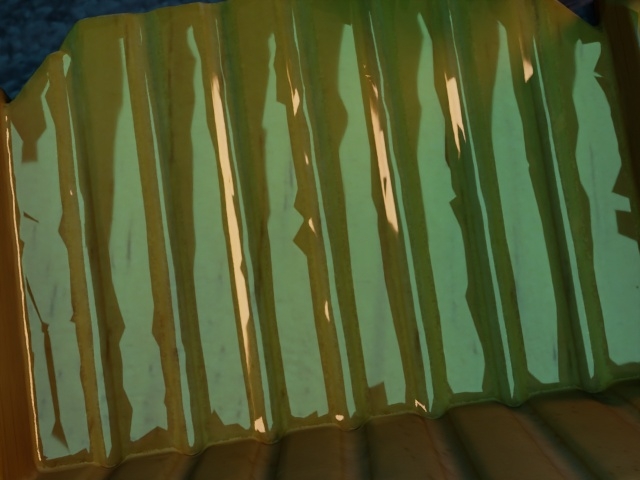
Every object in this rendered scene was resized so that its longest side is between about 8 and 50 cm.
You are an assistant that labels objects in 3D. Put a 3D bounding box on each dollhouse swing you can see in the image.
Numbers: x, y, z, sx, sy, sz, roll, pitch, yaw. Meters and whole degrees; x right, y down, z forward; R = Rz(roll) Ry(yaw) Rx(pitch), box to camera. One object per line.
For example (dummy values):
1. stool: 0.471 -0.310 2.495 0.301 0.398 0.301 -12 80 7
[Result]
1. dollhouse swing: 0.000 0.000 0.792 0.347 0.305 0.315 -8 76 1
